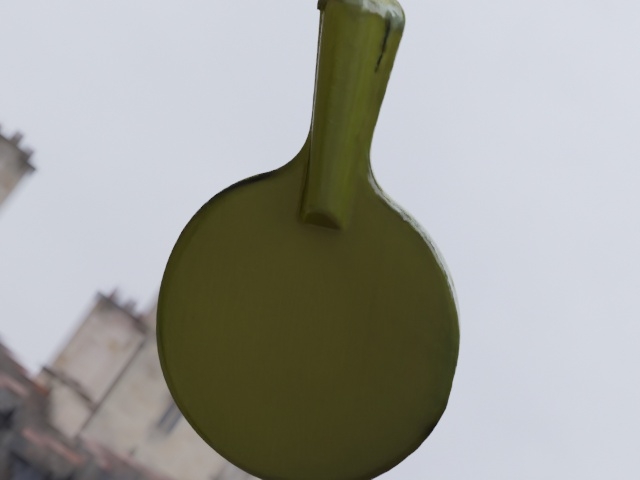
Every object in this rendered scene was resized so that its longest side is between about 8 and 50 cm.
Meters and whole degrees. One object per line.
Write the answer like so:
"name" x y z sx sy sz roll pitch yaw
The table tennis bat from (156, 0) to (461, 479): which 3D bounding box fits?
"table tennis bat" 0.000 0.000 1.410 0.224 0.369 0.054 11 13 12
